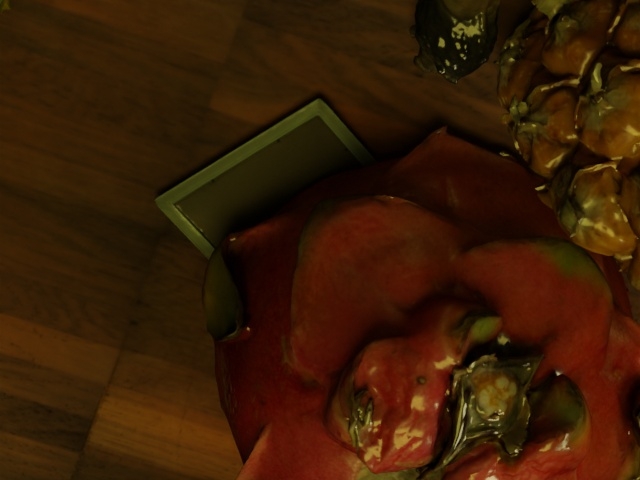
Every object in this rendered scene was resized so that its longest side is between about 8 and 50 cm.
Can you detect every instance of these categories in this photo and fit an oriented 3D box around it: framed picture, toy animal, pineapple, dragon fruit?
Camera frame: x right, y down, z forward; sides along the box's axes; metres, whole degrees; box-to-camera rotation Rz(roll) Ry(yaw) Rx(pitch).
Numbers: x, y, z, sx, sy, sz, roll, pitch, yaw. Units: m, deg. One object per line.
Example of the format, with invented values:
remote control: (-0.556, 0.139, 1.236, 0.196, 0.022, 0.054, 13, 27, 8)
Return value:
framed picture: (0.000, 0.000, 1.279, 0.142, 0.011, 0.183, -31, 117, 24)
toy animal: (0.082, -0.181, 1.097, 0.069, 0.086, 0.220, -17, 149, -9)
pineapple: (0.280, -0.054, 1.049, 0.344, 0.286, 0.209, 15, 126, -7)
dragon fruit: (0.067, 0.108, 1.208, 0.305, 0.226, 0.305, 1, 126, 1)

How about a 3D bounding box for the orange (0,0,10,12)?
orange: (-0.326, -0.178, 1.052, 0.301, 0.223, 0.300, 4, 121, 3)
